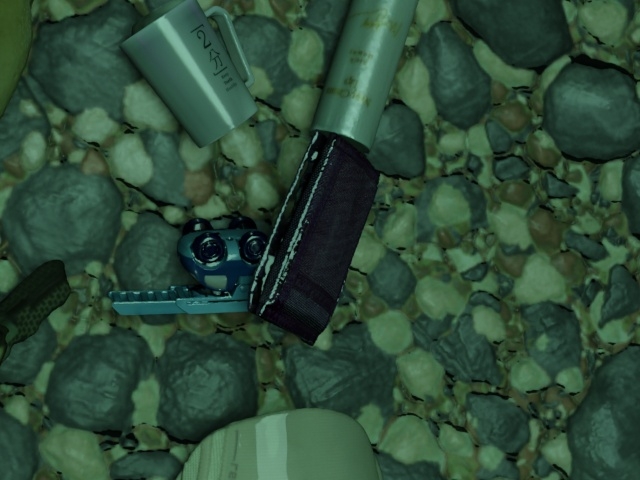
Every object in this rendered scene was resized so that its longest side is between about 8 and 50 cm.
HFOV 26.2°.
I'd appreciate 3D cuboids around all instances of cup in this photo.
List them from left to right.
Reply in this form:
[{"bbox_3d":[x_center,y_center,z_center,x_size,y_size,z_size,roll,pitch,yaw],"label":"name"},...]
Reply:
[{"bbox_3d":[-0.100,-0.148,1.152,0.116,0.074,0.104,55,47,-11],"label":"cup"}]

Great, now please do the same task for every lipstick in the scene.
[{"bbox_3d":[0.055,-0.206,1.198,0.059,0.059,0.264,19,82,-14],"label":"lipstick"}]

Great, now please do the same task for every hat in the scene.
[{"bbox_3d":[-0.007,0.260,1.119,0.219,0.164,0.226,-6,110,-17],"label":"hat"}]

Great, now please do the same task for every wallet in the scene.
[{"bbox_3d":[0.001,0.000,1.157,0.111,0.030,0.166,32,77,-56],"label":"wallet"}]

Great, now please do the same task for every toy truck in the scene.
[{"bbox_3d":[-0.106,0.022,1.142,0.136,0.063,0.074,0,108,-14],"label":"toy truck"}]

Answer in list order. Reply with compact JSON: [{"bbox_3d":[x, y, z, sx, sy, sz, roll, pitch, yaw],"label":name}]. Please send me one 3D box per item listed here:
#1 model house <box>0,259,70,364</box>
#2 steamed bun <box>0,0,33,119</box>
[{"bbox_3d":[-0.321,0.047,1.019,0.279,0.205,0.218,-45,138,-31],"label":"model house"},{"bbox_3d":[-0.310,-0.161,1.067,0.231,0.110,0.212,-20,93,-13],"label":"steamed bun"}]
